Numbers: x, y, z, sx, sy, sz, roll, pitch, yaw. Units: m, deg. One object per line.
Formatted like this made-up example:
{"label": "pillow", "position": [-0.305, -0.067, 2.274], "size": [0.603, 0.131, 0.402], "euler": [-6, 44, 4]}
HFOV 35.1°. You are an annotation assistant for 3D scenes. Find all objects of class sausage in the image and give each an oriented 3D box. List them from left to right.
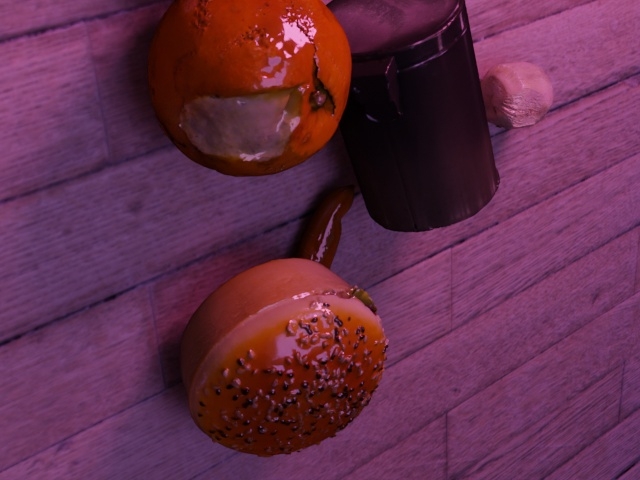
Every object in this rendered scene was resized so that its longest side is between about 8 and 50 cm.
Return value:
{"label": "sausage", "position": [0.000, 0.000, 1.446], "size": [0.062, 0.054, 0.183], "euler": [-12, 123, -81]}

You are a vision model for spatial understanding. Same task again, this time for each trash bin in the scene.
{"label": "trash bin", "position": [0.120, -0.176, 1.368], "size": [0.252, 0.203, 0.301], "euler": [-74, 153, -45]}

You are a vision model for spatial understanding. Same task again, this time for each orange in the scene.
{"label": "orange", "position": [-0.080, -0.189, 1.160], "size": [0.240, 0.240, 0.240], "euler": [-20, 122, -36]}

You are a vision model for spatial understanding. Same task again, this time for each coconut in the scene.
{"label": "coconut", "position": [0.311, -0.226, 1.594], "size": [0.124, 0.110, 0.110], "euler": [-7, 114, -34]}

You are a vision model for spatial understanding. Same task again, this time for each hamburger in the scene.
{"label": "hamburger", "position": [-0.043, 0.164, 1.361], "size": [0.300, 0.176, 0.300], "euler": [-21, 139, -20]}
